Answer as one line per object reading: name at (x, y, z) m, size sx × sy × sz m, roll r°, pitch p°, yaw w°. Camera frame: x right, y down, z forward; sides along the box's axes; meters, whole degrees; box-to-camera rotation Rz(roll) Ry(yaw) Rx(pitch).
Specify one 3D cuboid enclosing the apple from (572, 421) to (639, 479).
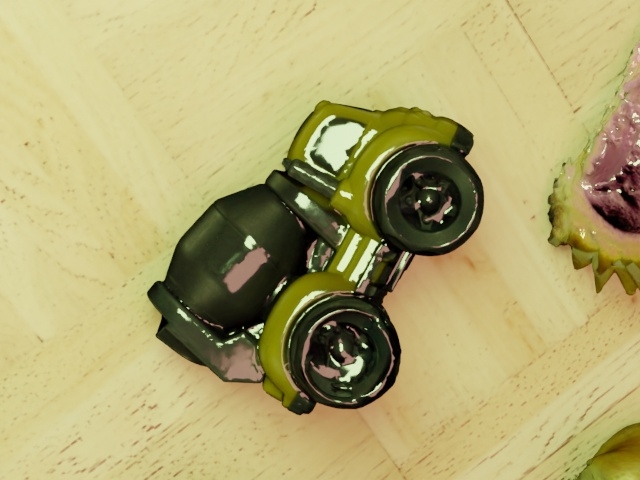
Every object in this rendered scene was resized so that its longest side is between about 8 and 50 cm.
apple at (0.268, 0.309, 1.495) m, size 0.254 × 0.179 × 0.346 m, roll -33°, pitch 123°, yaw -50°

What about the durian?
durian at (0.304, -0.094, 1.375) m, size 0.112 × 0.191 × 0.341 m, roll 25°, pitch 97°, yaw -51°

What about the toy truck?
toy truck at (0.000, 0.000, 1.316) m, size 0.165 × 0.147 × 0.224 m, roll 30°, pitch 93°, yaw -3°
